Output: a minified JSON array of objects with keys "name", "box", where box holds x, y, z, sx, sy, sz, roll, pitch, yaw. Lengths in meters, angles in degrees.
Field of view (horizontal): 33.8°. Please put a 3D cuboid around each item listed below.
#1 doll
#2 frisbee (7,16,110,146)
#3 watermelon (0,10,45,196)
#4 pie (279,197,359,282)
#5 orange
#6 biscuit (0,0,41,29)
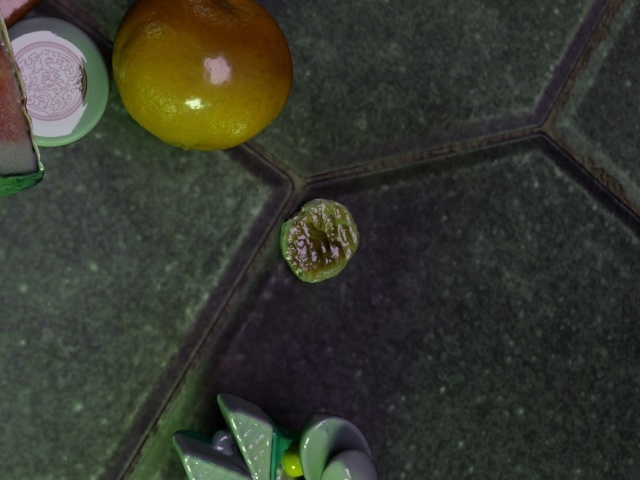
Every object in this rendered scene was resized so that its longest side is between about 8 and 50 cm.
[{"name":"doll","box":[-0.015,0.236,0.947,0.258,0.153,0.195,19,98,-32]},{"name":"frisbee","box":[-0.231,-0.134,0.889,0.110,0.014,0.110,-2,94,-27]},{"name":"watermelon","box":[-0.299,-0.152,0.732,0.318,0.148,0.226,41,70,-26]},{"name":"pie","box":[0.000,0.000,1.015,0.084,0.020,0.084,-2,94,-27]},{"name":"orange","box":[-0.100,-0.143,0.886,0.155,0.154,0.134,-3,128,-28]},{"name":"biscuit","box":[-0.325,-0.271,0.809,0.277,0.052,0.262,-46,113,-17]}]
